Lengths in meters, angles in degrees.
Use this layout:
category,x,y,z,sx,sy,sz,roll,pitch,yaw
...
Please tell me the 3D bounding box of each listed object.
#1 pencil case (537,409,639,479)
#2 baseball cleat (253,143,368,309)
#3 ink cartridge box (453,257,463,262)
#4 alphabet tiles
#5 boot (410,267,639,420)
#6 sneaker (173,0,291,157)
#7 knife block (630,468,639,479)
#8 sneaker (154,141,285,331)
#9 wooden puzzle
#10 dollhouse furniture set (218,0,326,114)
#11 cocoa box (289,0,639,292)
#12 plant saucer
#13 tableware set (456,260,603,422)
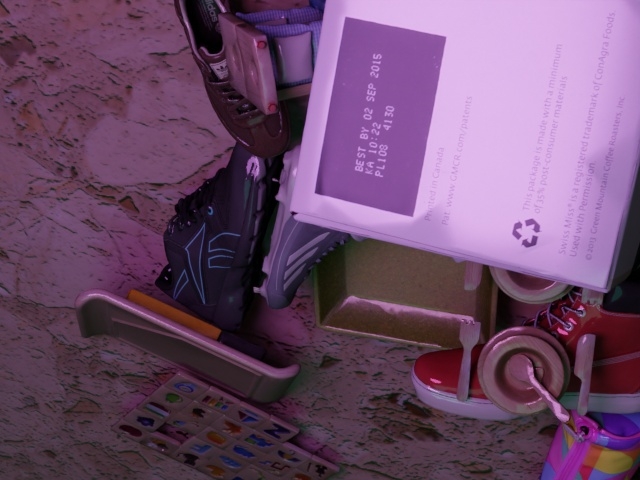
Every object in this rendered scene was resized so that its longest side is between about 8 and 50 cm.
category,x,y,z,sx,sy,sz,roll,pitch,yaw
pencil case,0.279,0.235,1.552,0.104,0.104,0.236,16,135,6
baseball cleat,0.000,0.000,1.390,0.109,0.072,0.206,12,139,1
ink cartridge box,0.135,-0.097,1.270,0.127,0.128,0.176,-19,122,34
alphabet tiles,-0.105,0.238,1.734,0.237,0.009,0.198,28,143,-17
boot,0.209,0.080,1.408,0.244,0.088,0.176,-2,124,-5
sneaker,-0.085,-0.151,1.308,0.066,0.071,0.188,-21,106,16
knife block,0.364,0.284,1.572,0.242,0.088,0.275,-10,128,28
sneaker,-0.104,-0.010,1.465,0.106,0.101,0.267,21,135,4
wooden puzzle,-0.142,0.110,1.584,0.239,0.044,0.221,20,166,-2
dollhouse furniture set,-0.015,-0.214,1.199,0.129,0.129,0.183,-15,111,-13
cocoa box,0.148,-0.168,1.010,0.231,0.228,0.347,15,103,20
plant saucer,0.087,0.024,1.462,0.188,0.045,0.188,9,135,13
tableware set,0.192,0.070,1.352,0.128,0.039,0.194,5,100,10
